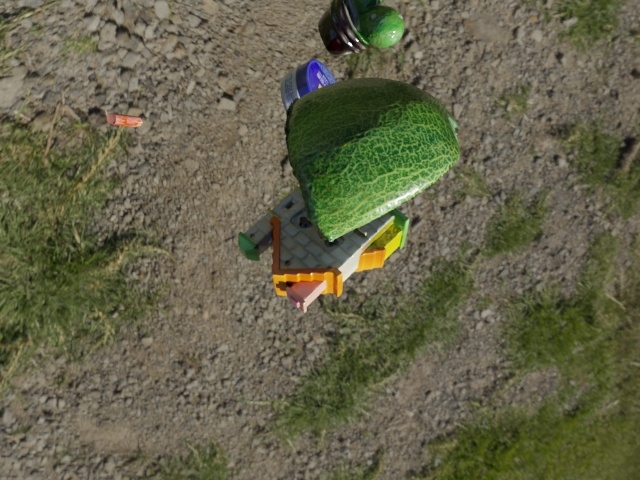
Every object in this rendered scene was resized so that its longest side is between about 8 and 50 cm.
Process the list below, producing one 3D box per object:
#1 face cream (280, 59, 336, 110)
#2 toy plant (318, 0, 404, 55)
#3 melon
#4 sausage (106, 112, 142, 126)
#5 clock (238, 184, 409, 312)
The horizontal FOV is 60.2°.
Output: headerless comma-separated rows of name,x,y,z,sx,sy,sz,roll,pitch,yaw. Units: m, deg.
face cream,-0.024,-0.409,1.607,0.111,0.206,0.206,-20,128,30
toy plant,0.117,-0.634,1.594,0.235,0.218,0.175,-22,169,32
melon,0.063,-0.132,0.637,0.169,0.265,0.129,-19,113,19
sausage,-0.562,-0.348,1.599,0.034,0.129,0.034,3,98,20
clock,0.000,0.000,1.052,0.255,0.219,0.106,-42,158,-19
